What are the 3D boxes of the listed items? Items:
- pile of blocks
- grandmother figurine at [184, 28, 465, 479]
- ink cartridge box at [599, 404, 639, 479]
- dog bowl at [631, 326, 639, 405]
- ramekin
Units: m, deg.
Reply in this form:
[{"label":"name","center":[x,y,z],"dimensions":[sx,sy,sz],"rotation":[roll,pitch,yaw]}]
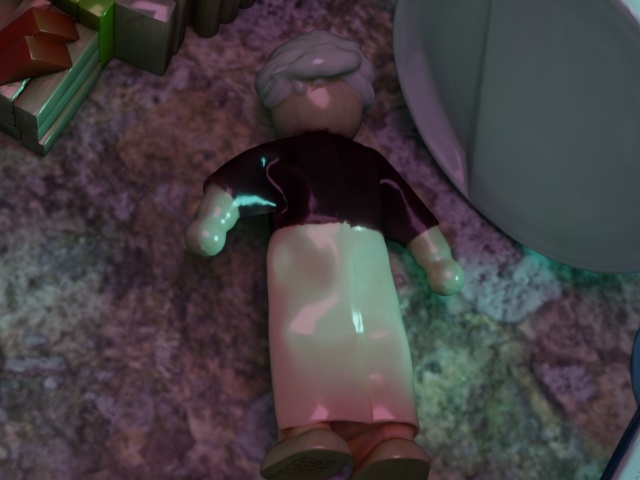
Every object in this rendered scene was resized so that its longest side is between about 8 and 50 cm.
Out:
[{"label":"pile of blocks","center":[-0.127,-0.211,1.288],"dimensions":[0.362,0.112,0.149],"rotation":[-32,74,-19]},{"label":"grandmother figurine","center":[0.000,0.000,1.228],"dimensions":[0.207,0.104,0.342],"rotation":[14,60,-31]},{"label":"ink cartridge box","center":[0.275,0.225,1.014],"dimensions":[0.270,0.151,0.395],"rotation":[30,49,10]},{"label":"dog bowl","center":[0.362,0.130,1.225],"dimensions":[0.297,0.074,0.166],"rotation":[42,69,11]},{"label":"ramekin","center":[0.191,-0.121,1.216],"dimensions":[0.273,0.273,0.127],"rotation":[43,58,11]}]
